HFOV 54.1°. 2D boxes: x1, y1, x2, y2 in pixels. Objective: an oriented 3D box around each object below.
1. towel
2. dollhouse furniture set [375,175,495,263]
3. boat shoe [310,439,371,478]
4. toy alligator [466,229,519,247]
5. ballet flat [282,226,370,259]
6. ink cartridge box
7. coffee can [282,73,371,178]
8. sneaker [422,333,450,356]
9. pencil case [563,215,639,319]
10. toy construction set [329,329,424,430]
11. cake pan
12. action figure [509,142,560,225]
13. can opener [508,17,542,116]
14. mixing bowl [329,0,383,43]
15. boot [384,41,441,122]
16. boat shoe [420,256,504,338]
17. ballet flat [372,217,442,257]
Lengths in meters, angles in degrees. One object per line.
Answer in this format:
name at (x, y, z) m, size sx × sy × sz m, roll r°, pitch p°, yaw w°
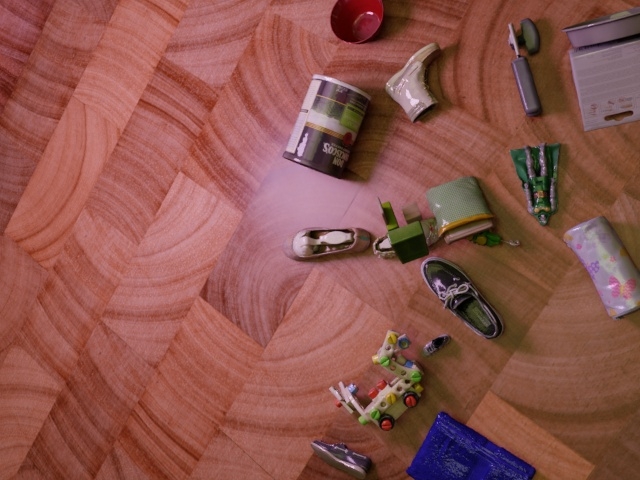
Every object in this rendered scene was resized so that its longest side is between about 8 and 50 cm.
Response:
towel at (0.418, 0.658, 1.773) m, size 0.308 × 0.076 × 0.227 m, roll 29°, pitch 97°, yaw 24°
dollhouse furniture set at (0.326, -0.090, 1.784) m, size 0.302 × 0.151 × 0.197 m, roll -21°, pitch 60°, yaw 8°
boat shoe at (0.065, 0.670, 1.957) m, size 0.206 × 0.075 × 0.065 m, roll 18°, pitch 50°, yaw 30°
toy alligator at (0.482, -0.004, 1.820) m, size 0.190 × 0.056 × 0.051 m, roll 22°, pitch 137°, yaw 24°
ballet flat at (0.000, 0.000, 2.009) m, size 0.316 × 0.106 × 0.107 m, roll -10°, pitch 81°, yaw 24°
ink cartridge box at (0.780, -0.421, 1.668) m, size 0.189 × 0.232 × 0.066 m, roll -10°, pitch 41°, yaw 24°
coffee can at (0.020, -0.356, 1.980) m, size 0.202 × 0.202 × 0.275 m, roll 23°, pitch 95°, yaw 25°
sneaker at (0.333, 0.311, 1.847) m, size 0.098 × 0.069 × 0.038 m, roll -43°, pitch 69°, yaw 15°
pencil case at (0.755, 0.069, 1.650) m, size 0.124 × 0.114 × 0.273 m, roll -35°, pitch 72°, yaw 29°
toy construction set at (0.176, 0.430, 1.864) m, size 0.215 × 0.151 × 0.327 m, roll 44°, pitch 113°, yaw -3°
cake pan at (0.780, -0.560, 1.617) m, size 0.294 × 0.293 × 0.054 m, roll -10°, pitch 106°, yaw 24°
action figure at (0.618, -0.155, 1.765) m, size 0.137 × 0.063 × 0.232 m, roll -8°, pitch 86°, yaw 21°
can opener at (0.600, -0.501, 1.794) m, size 0.095 × 0.076 × 0.283 m, roll -17°, pitch 80°, yaw 23°
mixing bowl at (0.133, -0.706, 2.016) m, size 0.182 × 0.098 × 0.181 m, roll -2°, pitch 85°, yaw 25°
boot at (0.319, -0.483, 1.922) m, size 0.213 × 0.077 × 0.165 m, roll -42°, pitch 69°, yaw 21°
boat shoe at (0.400, 0.165, 1.809) m, size 0.113 × 0.105 × 0.306 m, roll -42°, pitch 70°, yaw 16°
ballet flat at (0.266, -0.004, 1.903) m, size 0.241 × 0.077 × 0.091 m, roll -25°, pitch 75°, yaw 20°
